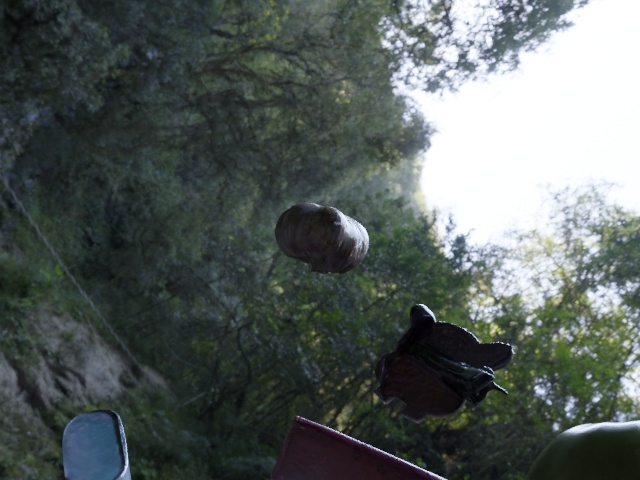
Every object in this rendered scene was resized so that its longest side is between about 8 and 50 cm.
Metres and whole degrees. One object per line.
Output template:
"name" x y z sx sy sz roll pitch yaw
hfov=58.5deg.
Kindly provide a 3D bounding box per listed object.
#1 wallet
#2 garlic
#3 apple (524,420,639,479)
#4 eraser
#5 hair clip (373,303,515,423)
"wallet" 0.057 0.288 0.634 0.232 0.025 0.119 22 -73 6
"garlic" 0.000 0.000 0.884 0.147 0.102 0.159 19 -3 4
"apple" 0.462 0.443 0.832 0.357 0.357 0.357 44 -32 37
"eraser" -0.290 0.373 0.777 0.174 0.081 0.227 32 -53 58
"hair clip" 0.146 0.159 0.707 0.056 0.146 0.187 54 -20 -24
